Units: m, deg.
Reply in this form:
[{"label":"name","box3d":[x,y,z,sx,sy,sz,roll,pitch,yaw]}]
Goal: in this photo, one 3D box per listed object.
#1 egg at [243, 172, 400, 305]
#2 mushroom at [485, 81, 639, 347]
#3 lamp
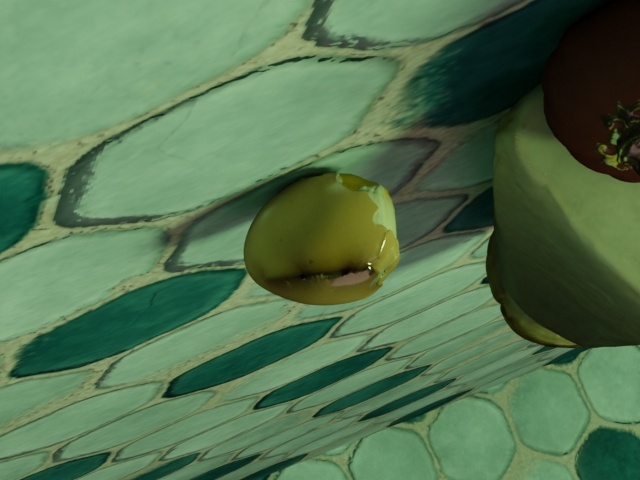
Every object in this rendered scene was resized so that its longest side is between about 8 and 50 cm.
[{"label":"egg","box3d":[0.000,0.000,0.797,0.083,0.071,0.071,-8,167,-2]},{"label":"mushroom","box3d":[0.182,-0.002,0.949,0.407,0.154,0.137,50,65,-80]},{"label":"lamp","box3d":[0.157,-0.072,0.724,0.101,0.090,0.101,1,137,1]}]
